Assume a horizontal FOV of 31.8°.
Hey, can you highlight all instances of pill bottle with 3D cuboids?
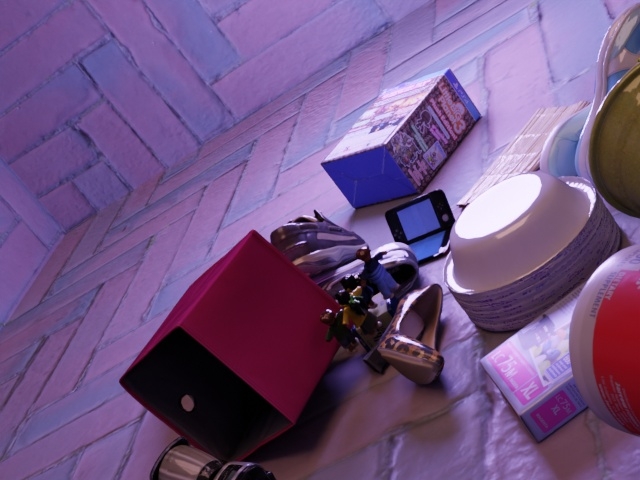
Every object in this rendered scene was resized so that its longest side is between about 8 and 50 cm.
[{"bbox_3d":[0.468,0.123,1.157,0.229,0.229,0.407,-45,21,-19],"label":"pill bottle"}]

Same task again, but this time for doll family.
[{"bbox_3d":[0.065,0.096,1.920,0.076,0.111,0.193,-14,39,39],"label":"doll family"}]

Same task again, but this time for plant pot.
[{"bbox_3d":[0.544,-0.097,1.523,0.276,0.276,0.254,-36,31,5],"label":"plant pot"}]

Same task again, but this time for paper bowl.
[{"bbox_3d":[0.323,0.000,1.807,0.284,0.148,0.284,-31,21,14],"label":"paper bowl"}]

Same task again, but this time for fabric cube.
[{"bbox_3d":[-0.145,0.191,1.951,0.259,0.254,0.258,-41,12,46],"label":"fabric cube"}]

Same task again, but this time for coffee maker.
[{"bbox_3d":[-0.151,0.397,1.764,0.178,0.171,0.120,10,70,37],"label":"coffee maker"}]

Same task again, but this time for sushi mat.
[{"bbox_3d":[0.405,-0.172,2.240,0.316,0.019,0.151,-47,21,-25],"label":"sushi mat"}]

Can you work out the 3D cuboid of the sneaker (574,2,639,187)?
[{"bbox_3d":[0.551,-0.231,1.840,0.208,0.127,0.319,15,94,56],"label":"sneaker"}]

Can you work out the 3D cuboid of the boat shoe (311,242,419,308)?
[{"bbox_3d":[0.051,0.112,2.100,0.301,0.108,0.102,-28,19,6],"label":"boat shoe"}]

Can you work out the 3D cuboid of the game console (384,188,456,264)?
[{"bbox_3d":[0.184,-0.017,2.182,0.144,0.124,0.085,-23,-2,35],"label":"game console"}]

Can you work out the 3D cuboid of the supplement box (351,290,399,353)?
[{"bbox_3d":[0.103,0.142,1.998,0.083,0.056,0.083,-33,21,14],"label":"supplement box"}]

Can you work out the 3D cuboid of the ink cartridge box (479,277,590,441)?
[{"bbox_3d":[0.381,0.128,1.552,0.311,0.065,0.186,-35,20,2],"label":"ink cartridge box"}]

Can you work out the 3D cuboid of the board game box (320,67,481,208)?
[{"bbox_3d":[0.183,-0.231,2.569,0.232,0.141,0.291,-11,32,51],"label":"board game box"}]

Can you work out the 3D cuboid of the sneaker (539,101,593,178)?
[{"bbox_3d":[0.508,-0.189,1.989,0.256,0.094,0.151,-44,23,-13],"label":"sneaker"}]

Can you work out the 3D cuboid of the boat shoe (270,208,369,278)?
[{"bbox_3d":[0.000,0.000,2.245,0.132,0.130,0.355,-27,-4,15],"label":"boat shoe"}]

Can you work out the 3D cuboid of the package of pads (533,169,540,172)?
[{"bbox_3d":[0.398,-0.104,2.079,0.083,0.032,0.050,-16,31,46],"label":"package of pads"}]

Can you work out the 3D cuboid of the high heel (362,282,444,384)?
[{"bbox_3d":[0.174,0.136,1.825,0.186,0.093,0.261,-50,13,-15],"label":"high heel"}]
